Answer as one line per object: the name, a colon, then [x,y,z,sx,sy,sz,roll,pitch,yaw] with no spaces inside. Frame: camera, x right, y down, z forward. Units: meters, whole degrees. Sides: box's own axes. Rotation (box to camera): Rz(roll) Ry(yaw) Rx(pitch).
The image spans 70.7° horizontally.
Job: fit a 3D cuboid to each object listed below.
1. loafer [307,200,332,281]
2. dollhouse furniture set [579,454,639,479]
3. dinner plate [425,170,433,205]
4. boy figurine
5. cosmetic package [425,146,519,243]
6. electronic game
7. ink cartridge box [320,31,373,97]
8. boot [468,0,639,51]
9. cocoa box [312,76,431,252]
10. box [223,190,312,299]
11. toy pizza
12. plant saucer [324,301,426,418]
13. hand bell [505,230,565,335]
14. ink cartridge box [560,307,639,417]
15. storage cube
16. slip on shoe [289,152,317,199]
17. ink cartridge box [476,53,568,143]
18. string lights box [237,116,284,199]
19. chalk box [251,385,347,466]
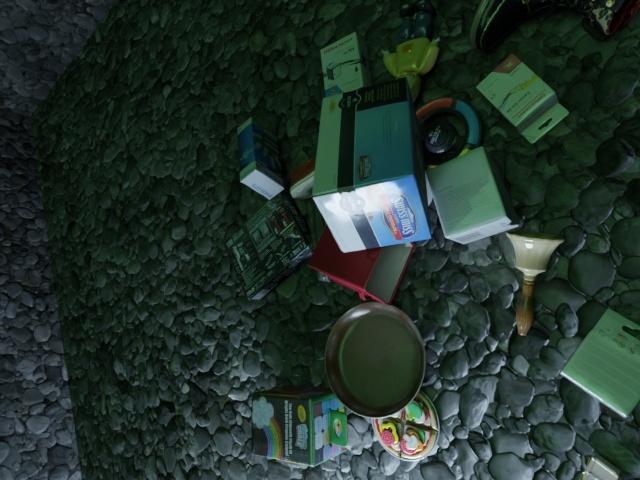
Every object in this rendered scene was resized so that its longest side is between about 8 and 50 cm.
loafer: [0.000,0.000,1.401,0.084,0.096,0.268,-5,71,20]
dollhouse furniture set: [0.632,0.519,0.936,0.151,0.058,0.076,33,111,53]
dinner plate: [0.253,-0.142,1.274,0.141,0.017,0.142,10,106,38]
boy figurine: [0.254,-0.536,1.307,0.177,0.092,0.286,8,85,33]
cosmetic package: [0.378,-0.105,1.122,0.151,0.151,0.184,-21,73,30]
electronic game: [0.330,-0.284,1.243,0.229,0.048,0.230,-5,81,35]
ink cartridge box: [0.084,-0.533,1.430,0.139,0.082,0.191,-15,77,33]
boot: [0.571,-0.574,1.069,0.377,0.138,0.284,-48,60,14]
cocoa box: [0.133,-0.184,1.107,0.227,0.232,0.348,-9,51,18]
box: [-0.175,0.020,1.536,0.307,0.076,0.243,-42,62,23]
toy pizza: [0.222,0.490,1.220,0.201,0.032,0.202,-6,80,34]
plant saucer: [0.153,0.329,1.261,0.310,0.050,0.311,-12,68,32]
hand bell: [0.488,0.105,1.062,0.126,0.126,0.242,10,101,35]
ink cartridge box: [0.635,0.260,0.972,0.145,0.045,0.179,37,86,33]
storage cube: [0.114,0.043,1.244,0.193,0.183,0.215,21,82,35]
slip on shoe: [0.026,-0.242,1.413,0.331,0.123,0.102,-28,65,34]
ink cartridge box: [0.500,-0.351,1.122,0.115,0.067,0.198,-43,62,22]
string lights box: [-0.204,-0.277,1.519,0.076,0.133,0.260,-32,49,26]
chalk box: [-0.036,0.529,1.308,0.288,0.179,0.181,-7,79,33]
